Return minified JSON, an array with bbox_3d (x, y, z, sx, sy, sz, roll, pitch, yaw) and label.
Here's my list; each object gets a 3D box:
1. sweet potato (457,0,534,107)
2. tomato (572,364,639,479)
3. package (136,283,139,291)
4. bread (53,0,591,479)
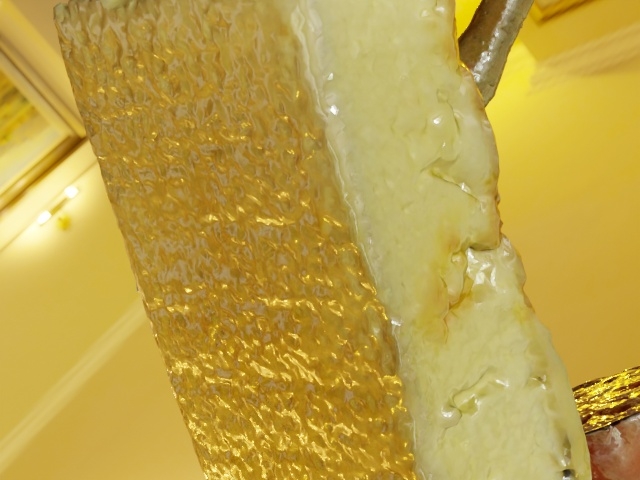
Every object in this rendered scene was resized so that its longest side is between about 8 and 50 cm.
[{"bbox_3d":[0.119,-0.139,0.996,0.274,0.067,0.067,-59,-167,6],"label":"sweet potato"},{"bbox_3d":[0.259,0.174,1.020,0.225,0.085,0.225,-21,179,0],"label":"tomato"},{"bbox_3d":[-0.128,-0.019,1.414,0.251,0.204,0.062,-105,-157,-51],"label":"package"},{"bbox_3d":[0.000,0.000,0.525,0.185,0.275,0.114,0,-156,47],"label":"bread"}]
